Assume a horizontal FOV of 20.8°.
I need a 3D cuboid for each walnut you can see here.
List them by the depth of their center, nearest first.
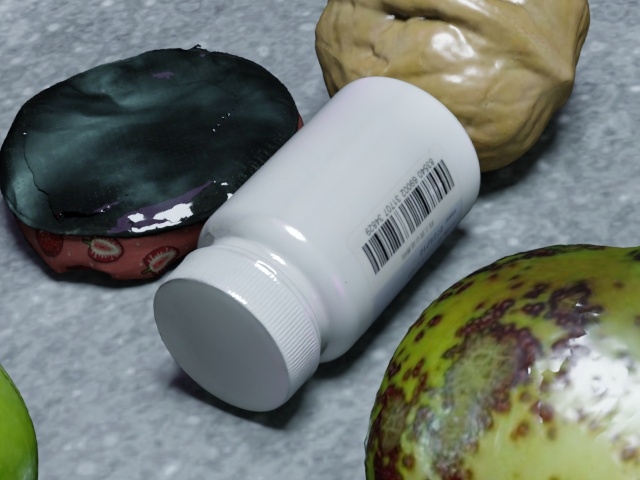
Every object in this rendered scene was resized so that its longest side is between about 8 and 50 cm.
[{"bbox_3d":[0.079,-0.115,1.039,0.166,0.149,0.166,-10,63,21],"label":"walnut"}]

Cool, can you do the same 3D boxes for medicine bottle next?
[{"bbox_3d":[0.000,0.000,0.940,0.103,0.103,0.187,17,46,30],"label":"medicine bottle"}]

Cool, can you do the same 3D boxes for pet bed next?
[{"bbox_3d":[-0.105,-0.054,1.073,0.201,0.053,0.201,-7,40,5],"label":"pet bed"}]

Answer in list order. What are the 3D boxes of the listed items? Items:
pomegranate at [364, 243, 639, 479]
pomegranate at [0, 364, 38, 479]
[{"bbox_3d":[0.109,0.127,0.679,0.222,0.204,0.276,29,54,24],"label":"pomegranate"},{"bbox_3d":[-0.244,0.111,0.799,0.236,0.236,0.302,-14,8,-4],"label":"pomegranate"}]
